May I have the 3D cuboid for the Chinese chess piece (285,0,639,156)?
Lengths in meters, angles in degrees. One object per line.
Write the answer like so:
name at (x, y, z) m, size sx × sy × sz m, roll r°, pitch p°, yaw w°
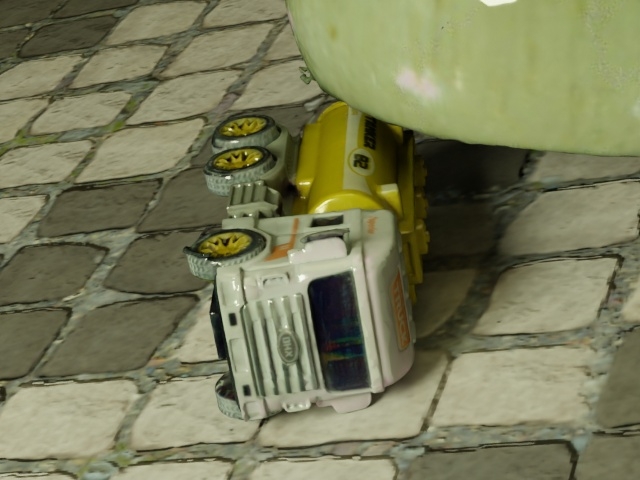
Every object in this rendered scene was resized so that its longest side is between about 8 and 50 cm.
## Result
Chinese chess piece at (0.153, -0.161, 1.091) m, size 0.349 × 0.146 × 0.349 m, roll 2°, pitch 20°, yaw -1°

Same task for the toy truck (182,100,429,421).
toy truck at (0.000, 0.000, 1.010) m, size 0.114 × 0.098 × 0.227 m, roll -8°, pitch 25°, yaw 6°
